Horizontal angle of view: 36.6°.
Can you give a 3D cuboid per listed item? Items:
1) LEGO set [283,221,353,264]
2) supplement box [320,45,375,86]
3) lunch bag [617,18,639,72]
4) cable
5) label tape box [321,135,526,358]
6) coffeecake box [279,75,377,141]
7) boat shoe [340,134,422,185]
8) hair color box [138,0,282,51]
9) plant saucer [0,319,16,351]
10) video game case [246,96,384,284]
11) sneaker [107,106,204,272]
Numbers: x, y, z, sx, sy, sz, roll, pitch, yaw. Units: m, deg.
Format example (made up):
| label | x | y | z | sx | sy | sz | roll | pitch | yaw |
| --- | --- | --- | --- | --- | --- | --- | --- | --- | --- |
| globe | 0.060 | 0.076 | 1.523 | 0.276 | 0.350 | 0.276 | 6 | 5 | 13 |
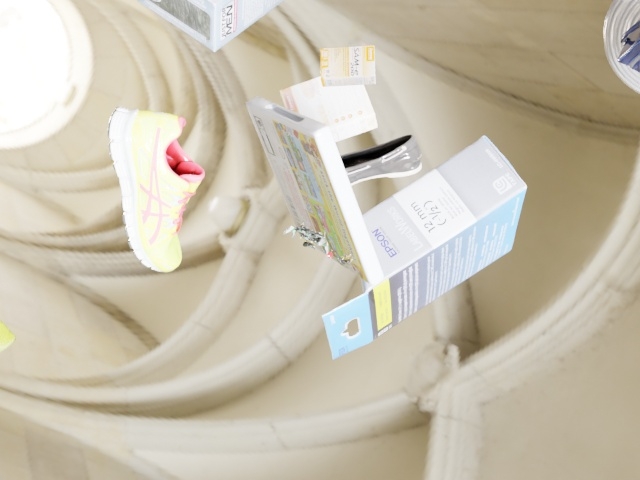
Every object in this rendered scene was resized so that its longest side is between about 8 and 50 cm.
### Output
| label | x | y | z | sx | sy | sz | roll | pitch | yaw |
| --- | --- | --- | --- | --- | --- | --- | --- | --- | --- |
| LEGO set | 0.000 | 0.000 | 1.060 | 0.054 | 0.083 | 0.023 | 15 | -101 | 55 |
| supplement box | 0.050 | -0.312 | 1.732 | 0.036 | 0.098 | 0.062 | 69 | 19 | -72 |
| lunch bag | 0.412 | -0.249 | 1.198 | 0.067 | 0.065 | 0.098 | -61 | -178 | -18 |
| cable | 0.674 | -0.394 | 1.857 | 0.257 | 0.257 | 0.089 | 0 | -160 | 24 |
| label tape box | 0.132 | 0.022 | 1.464 | 0.347 | 0.249 | 0.115 | -31 | -111 | -7 |
| coffeecake box | 0.017 | -0.296 | 2.181 | 0.185 | 0.068 | 0.142 | -19 | -115 | 1 |
| boat shoe | 0.097 | -0.204 | 2.524 | 0.335 | 0.096 | 0.112 | -12 | -148 | 2 |
| hair color box | -0.131 | -0.510 | 1.714 | 0.374 | 0.185 | 0.114 | -44 | 160 | -31 |
| plant saucer | -0.570 | 0.143 | 1.395 | 0.188 | 0.188 | 0.045 | -29 | -140 | 0 |
| video game case | -0.009 | -0.069 | 1.271 | 0.026 | 0.227 | 0.206 | -30 | -150 | -17 |
| sneaker | -0.175 | -0.053 | 1.098 | 0.081 | 0.094 | 0.209 | -88 | 172 | -57 |
